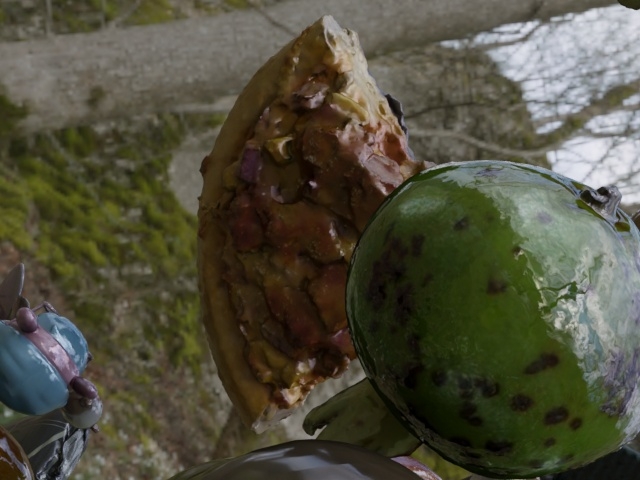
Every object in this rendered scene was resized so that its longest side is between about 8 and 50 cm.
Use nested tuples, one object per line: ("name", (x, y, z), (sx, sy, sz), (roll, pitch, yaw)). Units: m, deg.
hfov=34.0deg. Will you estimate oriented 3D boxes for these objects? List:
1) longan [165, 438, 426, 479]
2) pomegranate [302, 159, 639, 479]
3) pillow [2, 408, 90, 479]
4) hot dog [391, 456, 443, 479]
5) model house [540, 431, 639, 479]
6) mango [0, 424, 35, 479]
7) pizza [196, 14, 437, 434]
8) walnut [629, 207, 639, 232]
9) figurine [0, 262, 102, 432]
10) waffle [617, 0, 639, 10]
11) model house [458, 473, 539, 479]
("longan", (-0.011, 0.208, 0.537), (0.248, 0.248, 0.248), (34, -51, 56))
("pomegranate", (0.097, 0.064, 0.662), (0.263, 0.211, 0.211), (-48, -129, 23))
("pillow", (-0.435, 0.321, 1.507), (0.335, 0.161, 0.092), (-20, -62, 46))
("hot dog", (0.039, 0.339, 1.074), (0.185, 0.405, 0.223), (-14, -132, 27))
("model house", (0.389, 0.325, 1.508), (0.243, 0.284, 0.299), (-113, -147, -51))
("mango", (-0.347, 0.243, 1.035), (0.268, 0.133, 0.111), (84, 0, -51))
("pizza", (0.000, 0.000, 0.997), (0.277, 0.114, 0.409), (20, -75, 20))
("walnut", (0.536, 0.064, 1.386), (0.333, 0.332, 0.333), (34, -51, 56))
("figurine", (-0.305, 0.137, 1.083), (0.260, 0.103, 0.205), (-2, -61, 59))
("waffle", (0.389, -0.316, 1.013), (0.309, 0.292, 0.056), (24, -26, 31))
("model house", (0.183, 0.346, 0.894), (0.178, 0.206, 0.271), (-37, -156, 46))
